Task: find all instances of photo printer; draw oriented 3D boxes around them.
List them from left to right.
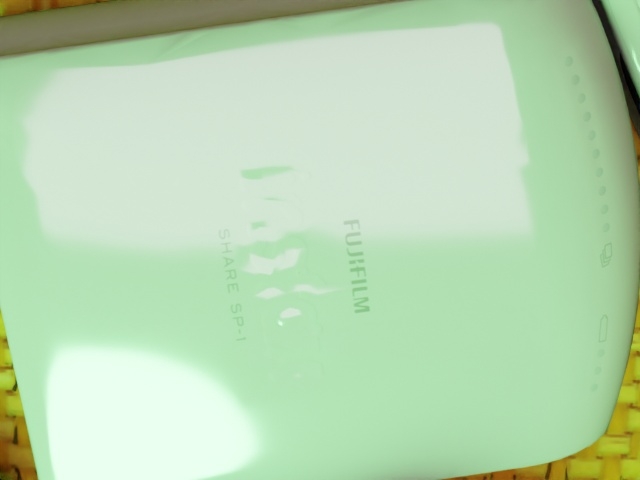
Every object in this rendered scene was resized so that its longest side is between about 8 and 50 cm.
[{"bbox_3d":[0.000,0.000,0.620,0.307,0.107,0.256,-7,107,0],"label":"photo printer"}]

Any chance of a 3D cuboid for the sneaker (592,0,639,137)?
[{"bbox_3d":[0.184,-0.133,0.609,0.121,0.079,0.217,-29,114,3],"label":"sneaker"}]
